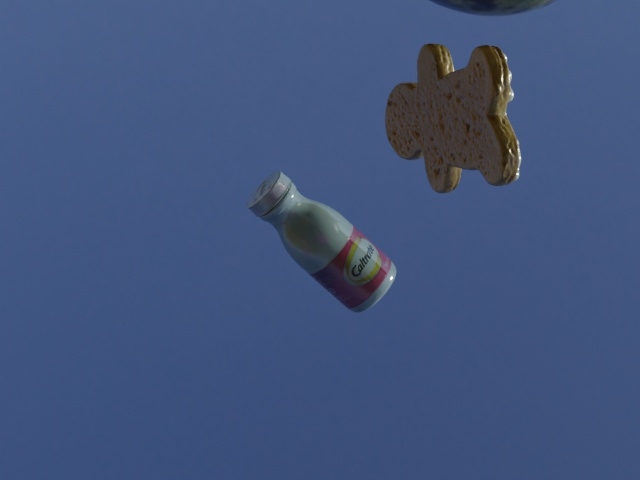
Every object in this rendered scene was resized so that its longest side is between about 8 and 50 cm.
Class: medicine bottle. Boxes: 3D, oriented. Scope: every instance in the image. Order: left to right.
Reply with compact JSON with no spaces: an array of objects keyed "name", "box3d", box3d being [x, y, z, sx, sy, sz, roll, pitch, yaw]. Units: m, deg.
[{"name":"medicine bottle","box3d":[0.000,0.000,1.993,0.090,0.217,0.090,-43,-162,17]}]

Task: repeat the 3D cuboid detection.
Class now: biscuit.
[{"name":"biscuit","box3d":[0.136,-0.127,1.534,0.035,0.158,0.240,-5,-174,-25]}]

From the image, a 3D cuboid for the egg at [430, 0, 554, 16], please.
[{"name":"egg","box3d":[0.188,-0.470,1.707,0.345,0.345,0.427,-18,-103,19]}]
